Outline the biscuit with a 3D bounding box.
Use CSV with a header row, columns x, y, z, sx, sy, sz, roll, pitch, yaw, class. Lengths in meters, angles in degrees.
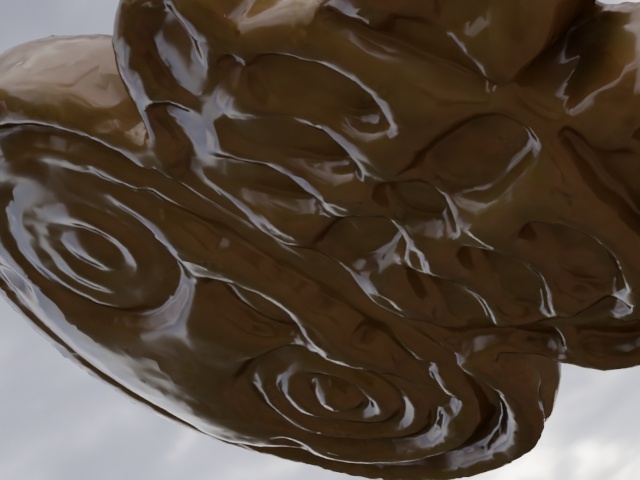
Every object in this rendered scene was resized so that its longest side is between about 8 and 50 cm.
x,y,z,sx,sy,sz,roll,pitch,yaw,class
0.000,0.001,0.486,0.289,0.202,0.044,-27,33,55,biscuit
